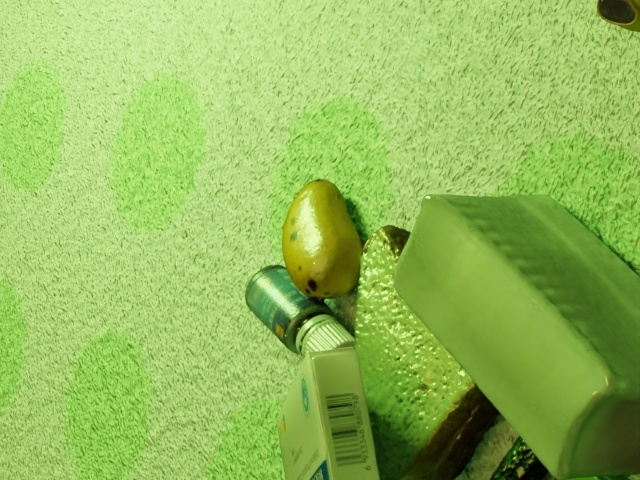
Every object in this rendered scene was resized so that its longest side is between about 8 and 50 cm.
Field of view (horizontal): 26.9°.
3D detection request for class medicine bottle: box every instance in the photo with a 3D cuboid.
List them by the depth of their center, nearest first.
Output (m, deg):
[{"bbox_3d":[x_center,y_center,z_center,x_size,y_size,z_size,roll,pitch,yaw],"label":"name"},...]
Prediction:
[{"bbox_3d":[-0.023,0.115,1.855,0.203,0.083,0.083,41,114,42],"label":"medicine bottle"}]

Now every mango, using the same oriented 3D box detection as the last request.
[{"bbox_3d":[-0.002,0.003,1.845,0.115,0.090,0.178,-40,52,26],"label":"mango"}]

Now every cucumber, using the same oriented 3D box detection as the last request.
[{"bbox_3d":[0.249,0.245,1.542,0.187,0.058,0.058,-58,46,24],"label":"cucumber"}]

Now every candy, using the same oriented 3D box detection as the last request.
[{"bbox_3d":[0.250,0.091,1.455,0.359,0.208,0.145,49,126,40],"label":"candy"}]

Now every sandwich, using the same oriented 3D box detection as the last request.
[{"bbox_3d":[0.105,0.159,1.686,0.254,0.099,0.288,-58,47,25],"label":"sandwich"}]

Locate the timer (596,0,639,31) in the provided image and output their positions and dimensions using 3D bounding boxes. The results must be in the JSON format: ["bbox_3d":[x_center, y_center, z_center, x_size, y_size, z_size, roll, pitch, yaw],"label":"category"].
[{"bbox_3d":[0.361,-0.287,1.488,0.107,0.109,0.107,10,111,26],"label":"timer"}]

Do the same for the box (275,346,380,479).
[{"bbox_3d":[0.006,0.278,1.681,0.343,0.065,0.200,112,150,-67],"label":"box"}]

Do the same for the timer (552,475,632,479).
[{"bbox_3d":[0.303,0.314,1.474,0.140,0.047,0.128,31,108,47],"label":"timer"}]
